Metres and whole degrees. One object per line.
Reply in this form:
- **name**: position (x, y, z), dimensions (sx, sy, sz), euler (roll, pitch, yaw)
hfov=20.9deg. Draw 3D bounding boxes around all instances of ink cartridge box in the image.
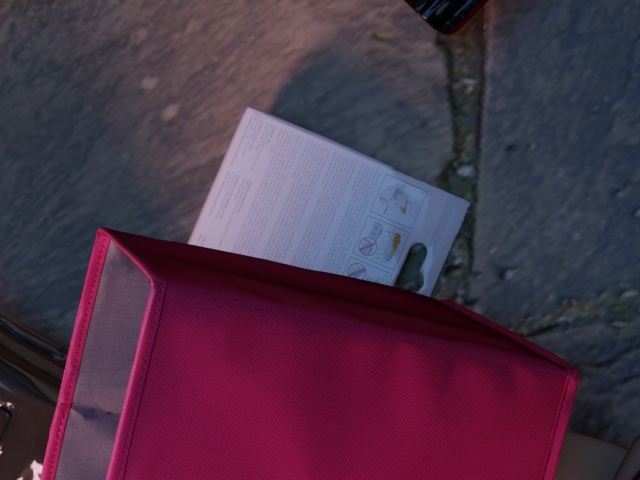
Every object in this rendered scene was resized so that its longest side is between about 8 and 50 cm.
- **ink cartridge box**: position (0.000, 0.000, 1.278), dimensions (0.179, 0.045, 0.145), euler (23, 88, -1)

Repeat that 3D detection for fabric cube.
- **fabric cube**: position (-0.029, 0.152, 1.082), dimensions (0.258, 0.254, 0.259), euler (13, 93, -16)

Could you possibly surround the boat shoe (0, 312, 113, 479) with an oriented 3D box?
- **boat shoe**: position (-0.245, 0.114, 1.279), dimensions (0.324, 0.120, 0.122), euler (34, 106, 11)

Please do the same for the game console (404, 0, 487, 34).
- **game console**: position (0.108, -0.229, 1.251), dimensions (0.085, 0.124, 0.144), euler (43, 96, -10)

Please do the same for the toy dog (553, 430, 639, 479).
- **toy dog**: position (0.287, 0.173, 0.973), dimensions (0.395, 0.408, 0.284), euler (35, 92, 17)
